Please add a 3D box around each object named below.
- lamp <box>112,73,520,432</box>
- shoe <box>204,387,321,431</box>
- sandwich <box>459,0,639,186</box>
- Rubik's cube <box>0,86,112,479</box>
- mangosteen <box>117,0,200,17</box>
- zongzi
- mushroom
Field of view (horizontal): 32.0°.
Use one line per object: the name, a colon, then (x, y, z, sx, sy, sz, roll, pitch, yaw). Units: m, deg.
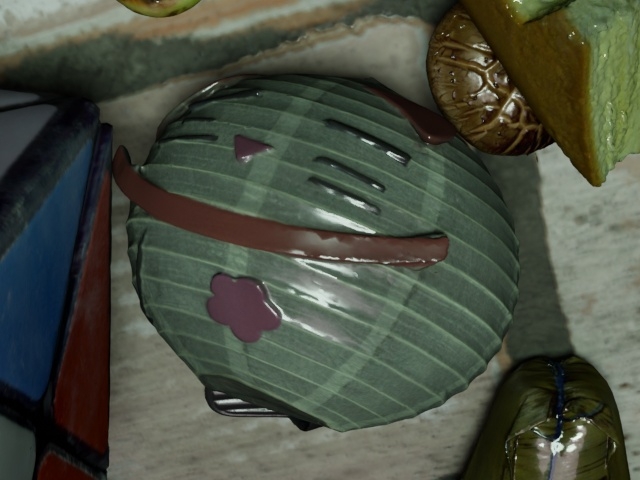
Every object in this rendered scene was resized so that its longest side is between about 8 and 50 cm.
lamp: (0.000, 0.000, 0.728, 0.265, 0.233, 0.233, 13, 120, 14)
shoe: (-0.016, 0.129, 0.896, 0.159, 0.053, 0.062, -3, 116, 5)
sandwich: (0.134, -0.155, 0.648, 0.090, 0.088, 0.244, -30, 88, -27)
Rubik's cube: (-0.300, 0.085, 0.628, 0.310, 0.305, 0.307, 8, 118, 2)
mangosteen: (-0.068, -0.214, 0.638, 0.192, 0.192, 0.217, -29, 139, 16)
zongzi: (0.115, 0.236, 0.920, 0.289, 0.123, 0.260, -12, 114, 11)
mushroom: (0.127, -0.114, 0.731, 0.126, 0.085, 0.109, -23, 80, -25)
